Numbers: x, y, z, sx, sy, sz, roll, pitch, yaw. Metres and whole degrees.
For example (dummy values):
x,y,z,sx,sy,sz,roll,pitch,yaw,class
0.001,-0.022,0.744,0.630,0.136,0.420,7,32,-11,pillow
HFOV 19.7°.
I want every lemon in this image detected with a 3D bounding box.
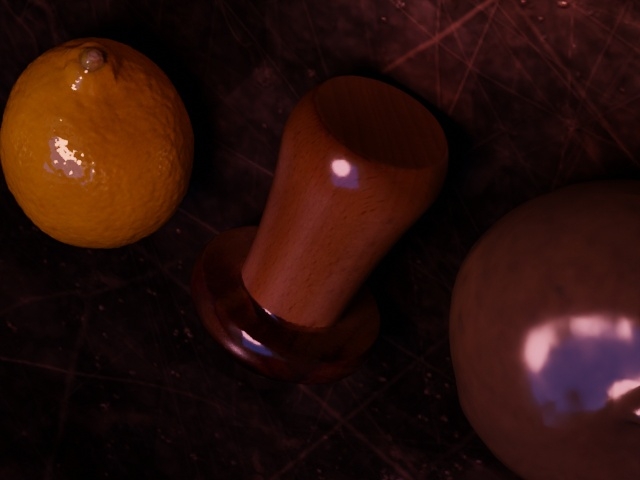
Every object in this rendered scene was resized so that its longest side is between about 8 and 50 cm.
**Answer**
x,y,z,sx,sy,sz,roll,pitch,yaw,class
-0.215,-0.093,1.774,0.187,0.187,0.244,15,136,21,lemon

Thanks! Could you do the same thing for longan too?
x,y,z,sx,sy,sz,roll,pitch,yaw,class
0.257,0.087,1.557,0.297,0.297,0.297,16,128,21,longan

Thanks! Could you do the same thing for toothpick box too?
x,y,z,sx,sy,sz,roll,pitch,yaw,class
0.000,0.000,1.713,0.192,0.192,0.294,34,127,7,toothpick box
